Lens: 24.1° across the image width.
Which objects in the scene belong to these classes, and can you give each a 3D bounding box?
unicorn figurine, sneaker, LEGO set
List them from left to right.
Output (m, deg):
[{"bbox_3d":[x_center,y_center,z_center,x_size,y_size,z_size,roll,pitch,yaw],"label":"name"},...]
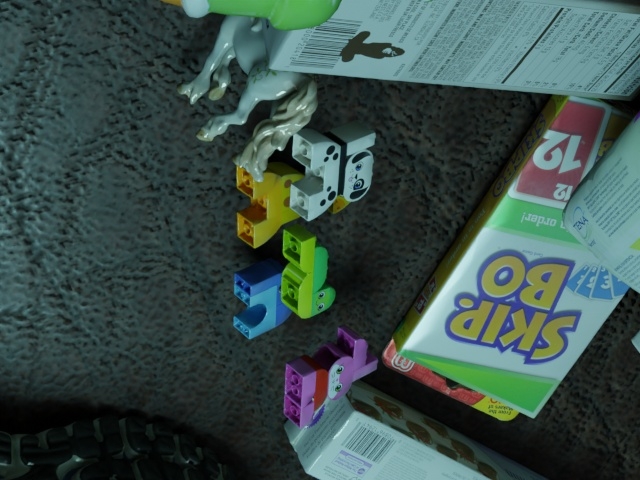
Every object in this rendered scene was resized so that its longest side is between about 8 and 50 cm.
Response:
[{"bbox_3d":[-0.195,0.206,1.047,0.330,0.130,0.147,12,128,-22],"label":"sneaker"},{"bbox_3d":[-0.044,-0.119,0.919,0.060,0.162,0.111,1,136,-53],"label":"unicorn figurine"},{"bbox_3d":[0.000,0.000,1.003,0.093,0.087,0.227,-24,134,-32],"label":"LEGO set"}]

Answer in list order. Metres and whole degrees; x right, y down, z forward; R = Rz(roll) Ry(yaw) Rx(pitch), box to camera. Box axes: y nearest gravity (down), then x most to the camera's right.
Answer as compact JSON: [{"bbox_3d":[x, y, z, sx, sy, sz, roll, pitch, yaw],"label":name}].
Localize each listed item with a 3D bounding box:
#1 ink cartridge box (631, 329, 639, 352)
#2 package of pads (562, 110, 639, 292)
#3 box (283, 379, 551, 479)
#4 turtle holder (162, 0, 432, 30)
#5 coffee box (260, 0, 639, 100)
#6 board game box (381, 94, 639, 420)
[{"bbox_3d":[0.374,0.042,1.109,0.172,0.100,0.237,24,112,-37],"label":"ink cartridge box"},{"bbox_3d":[0.290,-0.112,0.930,0.101,0.229,0.296,43,74,7],"label":"package of pads"},{"bbox_3d":[0.115,0.197,1.172,0.324,0.063,0.067,29,107,-31],"label":"box"},{"bbox_3d":[-0.042,-0.254,0.622,0.227,0.243,0.320,10,124,-6],"label":"turtle holder"},{"bbox_3d":[0.090,-0.173,0.892,0.246,0.141,0.098,2,151,-22],"label":"coffee box"},{"bbox_3d":[0.159,0.018,1.084,0.124,0.039,0.259,26,114,-16],"label":"board game box"}]
